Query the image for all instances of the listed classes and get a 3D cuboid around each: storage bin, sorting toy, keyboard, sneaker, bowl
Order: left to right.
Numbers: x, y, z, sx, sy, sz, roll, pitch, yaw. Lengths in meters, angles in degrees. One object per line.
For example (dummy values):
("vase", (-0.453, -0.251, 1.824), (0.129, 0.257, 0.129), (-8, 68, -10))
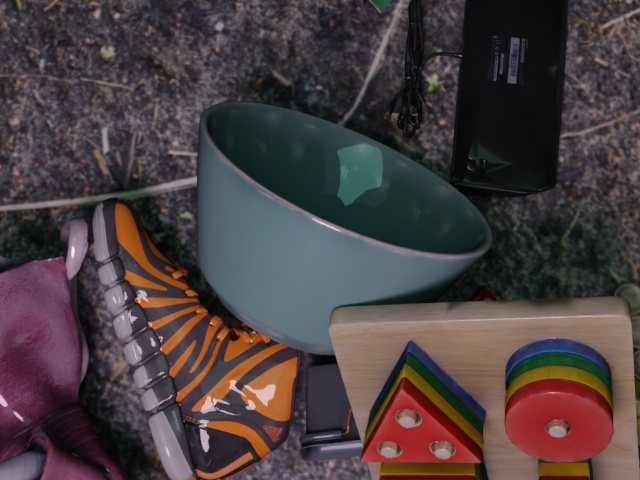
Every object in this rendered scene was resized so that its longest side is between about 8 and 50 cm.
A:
("sneaker", (-0.123, 0.088, 1.078), (0.180, 0.124, 0.321), (-20, 87, -5))
("bowl", (0.000, 0.000, 1.012), (0.311, 0.311, 0.163), (27, 112, 9))
("storage bin", (0.041, 0.174, 1.055), (0.135, 0.098, 0.091), (-8, 67, 2))
("keyboard", (0.181, -0.208, 1.157), (0.201, 0.033, 0.317), (7, 77, -1))
("sorting toy", (0.151, 0.178, 0.901), (0.257, 0.256, 0.089), (-3, 38, 17))

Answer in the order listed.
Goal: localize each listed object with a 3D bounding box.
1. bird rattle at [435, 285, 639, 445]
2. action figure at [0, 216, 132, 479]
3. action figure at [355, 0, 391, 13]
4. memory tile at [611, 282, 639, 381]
("bird rattle", (0.203, 0.171, 1.029), (0.253, 0.143, 0.207), (17, 96, 10))
("action figure", (-0.279, 0.209, 1.039), (0.275, 0.248, 0.370), (-31, 76, -27))
("action figure", (0.106, -0.383, 1.183), (0.232, 0.063, 0.137), (-45, 77, -2))
("memory tile", (0.397, 0.089, 1.087), (0.148, 0.012, 0.113), (-11, 77, 0))
